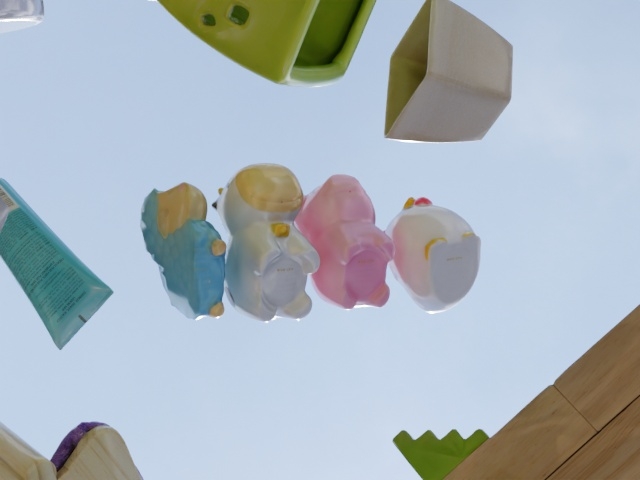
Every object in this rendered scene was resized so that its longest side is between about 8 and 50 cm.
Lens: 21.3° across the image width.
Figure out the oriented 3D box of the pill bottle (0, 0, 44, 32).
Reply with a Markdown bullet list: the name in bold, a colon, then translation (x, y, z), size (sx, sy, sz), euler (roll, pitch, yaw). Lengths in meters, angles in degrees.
- **pill bottle**: translation (-0.218, -0.237, 0.812), size (0.160, 0.160, 0.283), euler (-3, -83, 45)

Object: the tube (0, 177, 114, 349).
- **tube**: translation (-0.291, 0.016, 1.736), size (0.080, 0.052, 0.207), euler (-50, -123, 11)

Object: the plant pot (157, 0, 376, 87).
- **plant pot**: translation (-0.055, -0.273, 1.462), size (0.207, 0.227, 0.228), euler (24, -80, 10)

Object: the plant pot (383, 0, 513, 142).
- **plant pot**: translation (0.128, -0.156, 1.647), size (0.109, 0.096, 0.109), euler (124, -23, -52)

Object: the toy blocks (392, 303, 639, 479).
- **toy blocks**: translation (0.250, 0.161, 0.930), size (0.261, 0.191, 0.381), euler (-42, -134, 1)

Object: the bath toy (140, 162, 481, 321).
- **bath toy**: translation (0.000, 0.000, 1.682), size (0.129, 0.348, 0.151), euler (25, -71, 53)

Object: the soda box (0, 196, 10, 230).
- **soda box**: translation (-0.319, 0.055, 1.201), size (0.098, 0.091, 0.286), euler (-11, -138, 23)

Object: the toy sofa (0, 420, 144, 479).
- **toy sofa**: translation (-0.193, 0.317, 1.536), size (0.177, 0.362, 0.150), euler (-42, -153, -16)
